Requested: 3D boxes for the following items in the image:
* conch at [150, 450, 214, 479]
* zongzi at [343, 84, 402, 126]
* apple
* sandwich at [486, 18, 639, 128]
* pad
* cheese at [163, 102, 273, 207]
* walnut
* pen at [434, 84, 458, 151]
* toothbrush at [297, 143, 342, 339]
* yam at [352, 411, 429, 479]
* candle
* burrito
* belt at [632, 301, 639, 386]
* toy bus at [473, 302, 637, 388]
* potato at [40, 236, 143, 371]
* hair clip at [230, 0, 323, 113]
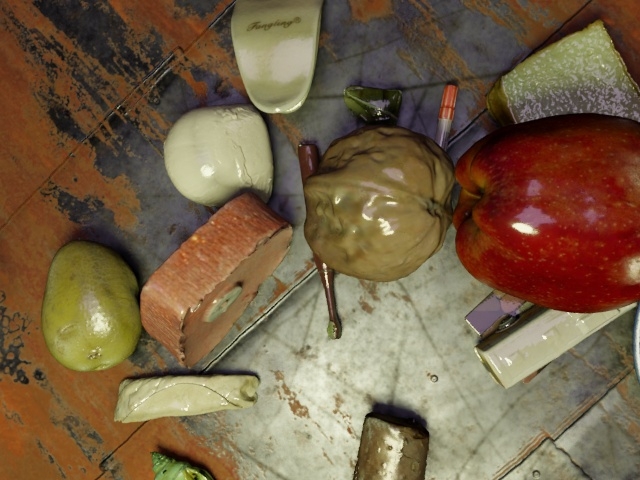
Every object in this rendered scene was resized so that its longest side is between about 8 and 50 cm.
[{"bbox_3d":[-0.236,0.457,1.064,0.201,0.079,0.095,40,79,-8],"label":"conch"},{"bbox_3d":[0.087,-0.221,1.081,0.109,0.055,0.119,12,99,11],"label":"zongzi"},{"bbox_3d":[0.352,-0.040,0.845,0.317,0.288,0.288,6,87,-5],"label":"apple"},{"bbox_3d":[0.434,-0.210,1.011,0.226,0.087,0.251,-29,83,5],"label":"sandwich"},{"bbox_3d":[0.392,0.117,1.036,0.235,0.003,0.158,-43,82,3],"label":"pad"},{"bbox_3d":[-0.185,-0.151,1.055,0.154,0.189,0.198,-17,81,37],"label":"cheese"},{"bbox_3d":[0.089,-0.061,0.970,0.227,0.273,0.273,-16,82,-37],"label":"walnut"},{"bbox_3d":[0.216,-0.164,1.068,0.028,0.028,0.239,10,88,9],"label":"pen"},{"bbox_3d":[0.001,0.000,1.081,0.041,0.041,0.363,-9,84,7],"label":"toothbrush"},{"bbox_3d":[0.111,0.438,0.993,0.131,0.131,0.279,10,86,9],"label":"yam"},{"bbox_3d":[-0.196,0.071,0.975,0.131,0.287,0.317,36,107,8],"label":"candle"},{"bbox_3d":[-0.249,0.288,1.085,0.275,0.059,0.082,-5,71,7],"label":"burrito"},{"bbox_3d":[0.607,0.122,0.906,0.212,0.117,0.346,17,103,34],"label":"belt"},{"bbox_3d":[0.388,0.139,0.978,0.268,0.106,0.092,-34,85,3],"label":"toy bus"},{"bbox_3d":[-0.419,0.110,1.075,0.174,0.159,0.251,-8,75,-16],"label":"potato"},{"bbox_3d":[-0.078,-0.356,1.081,0.173,0.113,0.282,-3,85,8],"label":"hair clip"}]
